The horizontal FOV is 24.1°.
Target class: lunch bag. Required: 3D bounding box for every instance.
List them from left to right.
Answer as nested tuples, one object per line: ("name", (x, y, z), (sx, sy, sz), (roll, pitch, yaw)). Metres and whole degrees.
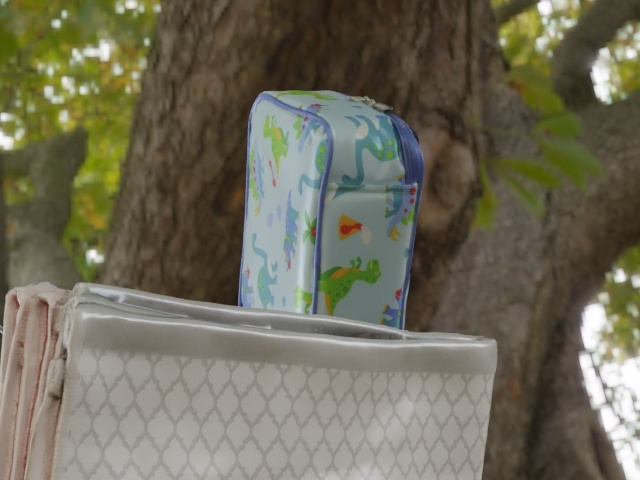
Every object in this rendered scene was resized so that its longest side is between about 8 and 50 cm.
("lunch bag", (0.000, 0.000, 1.111), (0.090, 0.176, 0.219), (-1, -77, -23))

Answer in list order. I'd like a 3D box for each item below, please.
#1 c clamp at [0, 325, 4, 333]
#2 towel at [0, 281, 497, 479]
("c clamp", (-0.391, 0.039, 1.475), (0.160, 0.137, 0.022), (35, -98, -46))
("towel", (-0.024, 0.191, 0.743), (0.053, 0.317, 0.331), (-1, -7, 43))
